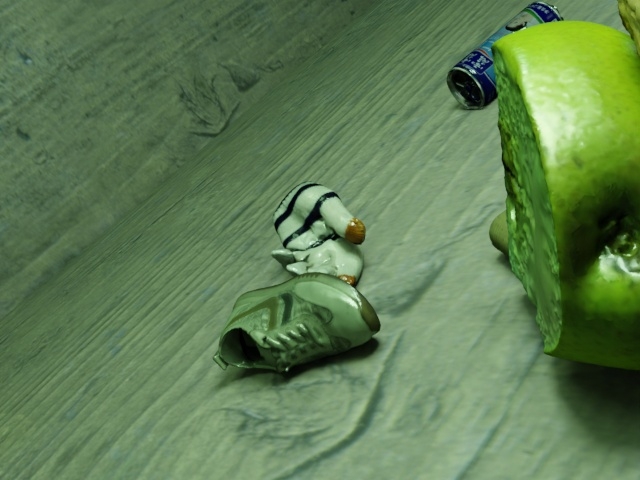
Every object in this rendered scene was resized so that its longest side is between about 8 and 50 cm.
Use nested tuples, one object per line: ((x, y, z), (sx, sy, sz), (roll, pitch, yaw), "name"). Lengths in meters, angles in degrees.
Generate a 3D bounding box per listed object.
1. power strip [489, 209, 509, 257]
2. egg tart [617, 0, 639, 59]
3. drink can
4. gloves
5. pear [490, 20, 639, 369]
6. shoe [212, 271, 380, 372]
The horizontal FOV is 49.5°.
((0.374, -0.097, 0.810), (0.388, 0.066, 0.092), (-34, 24, 0), "power strip")
((0.380, -0.134, 0.527), (0.132, 0.341, 0.341), (-53, 7, 40), "egg tart")
((0.354, -0.354, 1.324), (0.235, 0.097, 0.097), (-41, 23, -14), "drink can")
((0.002, 0.010, 1.063), (0.140, 0.131, 0.218), (-30, 52, 0), "gloves")
((0.259, -0.028, 0.588), (0.177, 0.286, 0.281), (-9, 27, 9), "pear")
((-0.039, 0.118, 0.904), (0.275, 0.103, 0.098), (-19, 27, 46), "shoe")
